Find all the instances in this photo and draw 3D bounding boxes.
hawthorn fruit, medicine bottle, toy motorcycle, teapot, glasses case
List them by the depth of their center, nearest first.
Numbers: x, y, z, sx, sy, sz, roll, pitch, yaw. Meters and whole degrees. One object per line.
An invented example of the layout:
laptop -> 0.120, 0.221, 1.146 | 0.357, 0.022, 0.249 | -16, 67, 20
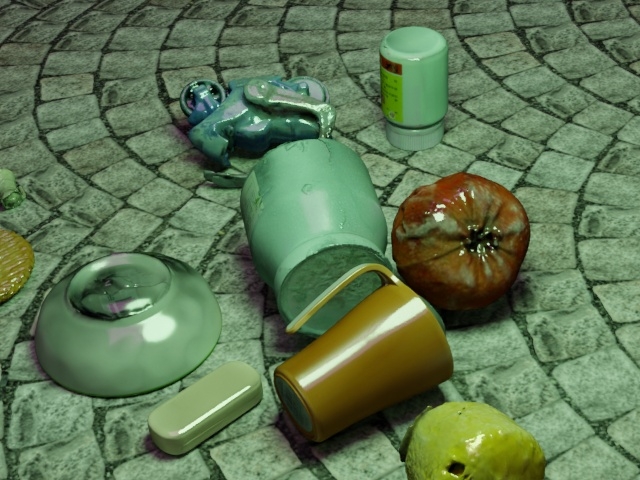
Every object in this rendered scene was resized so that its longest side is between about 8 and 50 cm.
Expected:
glasses case -> -0.178, 0.259, 1.828 | 0.196, 0.050, 0.083 | -30, 42, -30
medicine bottle -> 0.000, 0.000, 1.986 | 0.245, 0.245, 0.290 | -10, 36, -6
hawthorn fruit -> 0.220, -0.002, 2.006 | 0.241, 0.242, 0.271 | -17, 7, -15
teapot -> -0.623, -0.098, 2.341 | 0.067, 0.057, 0.083 | 6, 33, -37
toy motorcycle -> -0.127, -0.234, 2.353 | 0.319, 0.182, 0.241 | -3, 38, 0
medicine bottle -> 0.191, -0.308, 2.381 | 0.139, 0.225, 0.139 | -3, 38, 3

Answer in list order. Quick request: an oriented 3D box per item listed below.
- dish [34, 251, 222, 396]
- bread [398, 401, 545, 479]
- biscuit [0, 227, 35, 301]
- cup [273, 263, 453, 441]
dish -> -0.332, 0.108, 1.980 | 0.324, 0.124, 0.324 | -3, 38, 2
bread -> 0.210, 0.325, 1.610 | 0.197, 0.197, 0.170 | -18, 27, -17
biscuit -> -0.650, 0.058, 2.149 | 0.253, 0.035, 0.254 | -4, 39, 3
cup -> 0.058, 0.169, 1.799 | 0.264, 0.226, 0.182 | -30, 9, -20
